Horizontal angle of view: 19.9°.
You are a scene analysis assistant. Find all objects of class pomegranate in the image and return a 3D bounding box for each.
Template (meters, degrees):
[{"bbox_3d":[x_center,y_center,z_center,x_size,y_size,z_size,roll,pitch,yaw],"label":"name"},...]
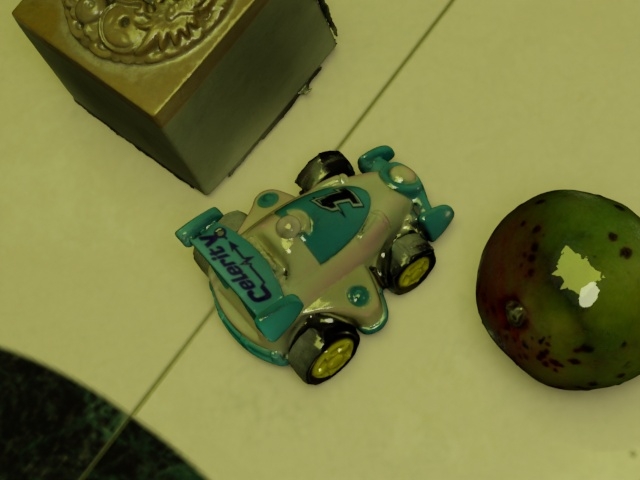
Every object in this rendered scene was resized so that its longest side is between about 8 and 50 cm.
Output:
[{"bbox_3d":[0.156,0.031,1.097,0.130,0.130,0.130,-5,64,11],"label":"pomegranate"}]

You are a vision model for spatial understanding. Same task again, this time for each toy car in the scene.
[{"bbox_3d":[0.000,0.000,1.151,0.161,0.098,0.126,-39,65,-5],"label":"toy car"}]

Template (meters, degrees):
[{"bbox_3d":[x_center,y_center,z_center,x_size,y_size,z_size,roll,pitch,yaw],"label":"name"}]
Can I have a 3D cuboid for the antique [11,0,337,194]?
[{"bbox_3d":[-0.095,-0.146,1.215,0.146,0.148,0.152,35,80,27],"label":"antique"}]
